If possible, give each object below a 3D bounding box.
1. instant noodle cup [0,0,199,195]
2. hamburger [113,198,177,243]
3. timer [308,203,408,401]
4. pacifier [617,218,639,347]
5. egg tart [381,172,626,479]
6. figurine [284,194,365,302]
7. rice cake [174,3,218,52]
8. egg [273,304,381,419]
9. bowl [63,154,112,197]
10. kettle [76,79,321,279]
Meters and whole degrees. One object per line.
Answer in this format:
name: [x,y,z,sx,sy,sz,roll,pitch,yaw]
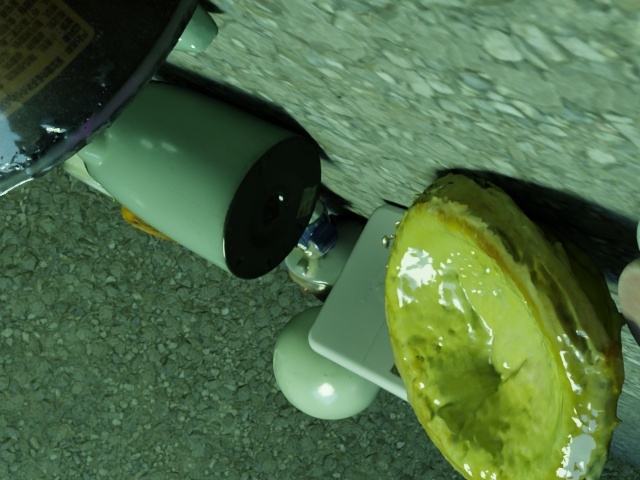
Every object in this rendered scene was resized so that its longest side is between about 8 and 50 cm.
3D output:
instant noodle cup: [-0.195,-0.159,0.441,0.217,0.217,0.207,23,165,44]
hamburger: [-0.202,-0.067,1.459,0.261,0.139,0.243,18,170,-4]
timer: [0.139,0.098,1.076,0.194,0.192,0.195,22,171,43]
pacifier: [0.276,0.113,0.538,0.220,0.273,0.332,13,177,-10]
egg tart: [0.169,0.085,0.819,0.120,0.315,0.315,-17,-165,-24]
figurine: [-0.009,-0.005,1.278,0.274,0.133,0.193,42,165,-26]
rice cake: [-0.172,-0.195,0.762,0.080,0.042,0.221,32,174,-42]
egg: [0.014,0.163,1.251,0.151,0.151,0.209,29,178,-10]
bowl: [-0.359,-0.148,1.617,0.237,0.126,0.238,28,172,4]
kettle: [-0.124,-0.083,1.037,0.236,0.161,0.221,26,-156,26]
